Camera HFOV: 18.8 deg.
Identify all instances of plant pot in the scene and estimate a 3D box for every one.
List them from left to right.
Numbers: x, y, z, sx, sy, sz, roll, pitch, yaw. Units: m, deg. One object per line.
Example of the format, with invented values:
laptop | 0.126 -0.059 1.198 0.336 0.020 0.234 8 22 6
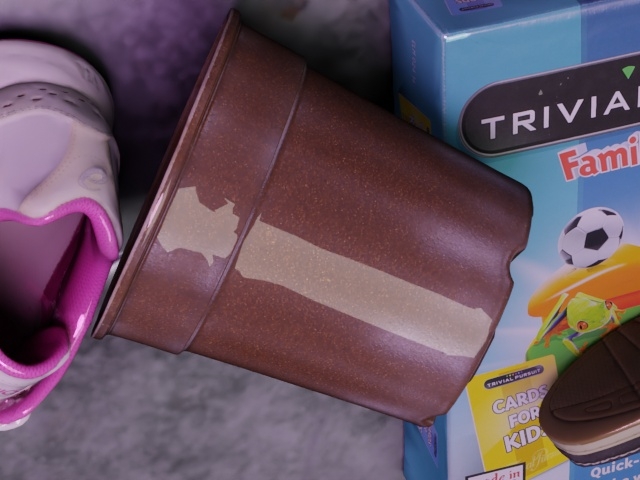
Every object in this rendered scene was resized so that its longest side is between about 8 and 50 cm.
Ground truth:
plant pot | 0.000 0.000 0.905 0.165 0.167 0.167 23 113 -7

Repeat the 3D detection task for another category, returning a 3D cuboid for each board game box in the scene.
board game box | 0.171 -0.006 1.060 0.254 0.079 0.336 -14 126 -14

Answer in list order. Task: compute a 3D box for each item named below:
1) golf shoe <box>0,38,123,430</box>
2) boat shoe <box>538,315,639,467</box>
golf shoe | -0.187 0.055 0.915 0.115 0.140 0.306 16 116 -32
boat shoe | 0.224 0.065 1.027 0.223 0.080 0.073 -31 123 -8
